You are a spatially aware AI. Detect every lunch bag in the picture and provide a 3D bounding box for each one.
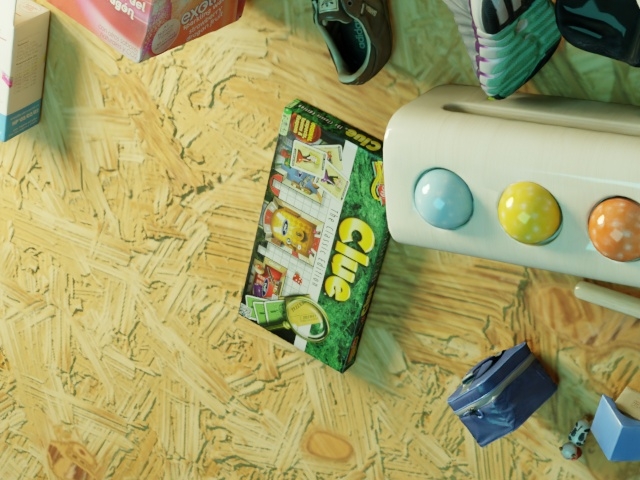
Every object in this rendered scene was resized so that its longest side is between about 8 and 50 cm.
[{"bbox_3d":[0.165,0.142,1.359,0.065,0.098,0.067,54,137,2],"label":"lunch bag"}]

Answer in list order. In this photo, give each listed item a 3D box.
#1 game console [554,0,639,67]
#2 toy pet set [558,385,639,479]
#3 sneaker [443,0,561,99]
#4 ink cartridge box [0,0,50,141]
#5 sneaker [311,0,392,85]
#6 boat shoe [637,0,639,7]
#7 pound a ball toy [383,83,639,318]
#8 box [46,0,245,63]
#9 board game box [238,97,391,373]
[{"bbox_3d":[0.229,-0.294,1.005,0.213,0.044,0.361,24,125,24],"label":"game console"},{"bbox_3d":[0.281,0.200,1.332,0.122,0.065,0.114,26,127,20],"label":"toy pet set"},{"bbox_3d":[0.135,-0.193,1.163,0.098,0.083,0.224,49,176,19],"label":"sneaker"},{"bbox_3d":[-0.349,-0.211,1.547,0.104,0.061,0.181,28,128,19],"label":"ink cartridge box"},{"bbox_3d":[0.020,-0.225,1.266,0.066,0.071,0.188,-7,118,26],"label":"sneaker"},{"bbox_3d":[0.288,-0.088,1.008,0.088,0.096,0.268,-14,112,38],"label":"boat shoe"},{"bbox_3d":[0.216,-0.001,1.222,0.319,0.135,0.208,12,120,30],"label":"pound a ball toy"},{"bbox_3d":[-0.210,-0.312,1.330,0.300,0.154,0.142,36,129,20],"label":"box"},{"bbox_3d":[0.000,0.000,1.444,0.136,0.030,0.260,27,127,18],"label":"board game box"}]
